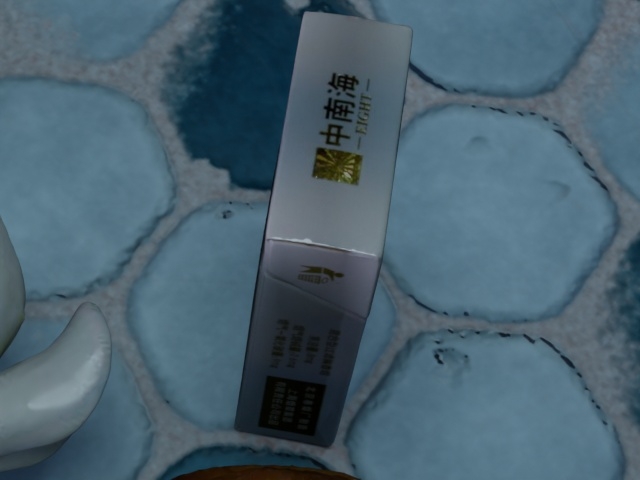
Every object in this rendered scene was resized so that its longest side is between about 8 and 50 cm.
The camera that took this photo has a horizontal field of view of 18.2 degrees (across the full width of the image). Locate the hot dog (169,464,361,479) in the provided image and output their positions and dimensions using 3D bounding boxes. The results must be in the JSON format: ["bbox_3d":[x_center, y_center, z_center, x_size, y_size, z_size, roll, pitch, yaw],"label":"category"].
[{"bbox_3d":[0.002,0.285,1.040,0.267,0.174,0.387,-33,70,-26],"label":"hot dog"}]

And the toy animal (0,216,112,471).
[{"bbox_3d":[-0.281,0.079,1.067,0.247,0.310,0.183,-42,57,14],"label":"toy animal"}]

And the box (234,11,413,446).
[{"bbox_3d":[0.000,0.000,1.159,0.067,0.243,0.155,9,61,-2],"label":"box"}]
